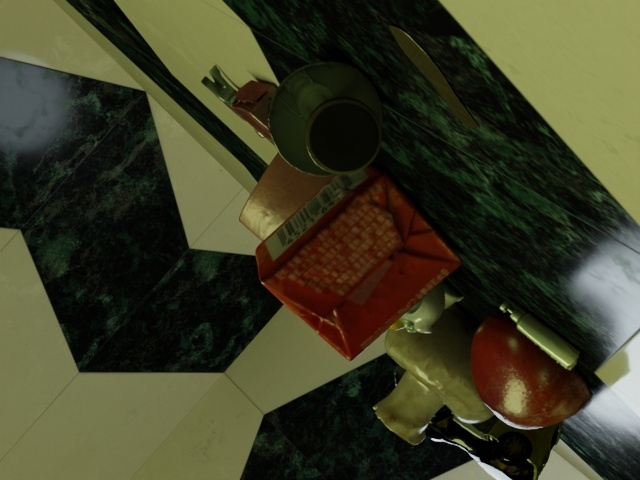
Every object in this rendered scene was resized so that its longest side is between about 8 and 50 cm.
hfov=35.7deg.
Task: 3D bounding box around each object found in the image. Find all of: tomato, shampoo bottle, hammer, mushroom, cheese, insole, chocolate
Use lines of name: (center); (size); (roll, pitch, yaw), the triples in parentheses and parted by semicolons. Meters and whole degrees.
tomato: (0.342, 0.241, 1.689); (0.200, 0.139, 0.233); (27, 166, 49)
shampoo bottle: (0.325, 0.138, 1.482); (0.141, 0.034, 0.049); (40, -177, 21)
hammer: (-0.120, -0.229, 1.694); (0.159, 0.041, 0.226); (41, 177, -21)
mushroom: (0.247, 0.300, 2.149); (0.297, 0.290, 0.297); (40, 177, 3)
cheese: (-0.056, -0.072, 1.795); (0.128, 0.177, 0.203); (41, 176, 11)
insole: (0.098, -0.137, 0.848); (0.135, 0.002, 0.045); (44, 176, -39)
chocolate: (0.051, 0.025, 1.473); (0.235, 0.237, 0.108); (43, -174, -36)

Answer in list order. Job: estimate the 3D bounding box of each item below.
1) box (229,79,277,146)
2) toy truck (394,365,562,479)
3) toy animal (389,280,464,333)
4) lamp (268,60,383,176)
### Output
box: (-0.058, -0.178, 1.529); (0.156, 0.060, 0.111); (40, 177, -26)
toy truck: (0.375, 0.392, 2.347); (0.405, 0.254, 0.180); (31, 157, 26)
toy animal: (0.149, 0.082, 1.793); (0.208, 0.154, 0.325); (17, -172, 23)
lamp: (0.008, -0.120, 1.010); (0.121, 0.121, 0.214); (42, -172, -16)
